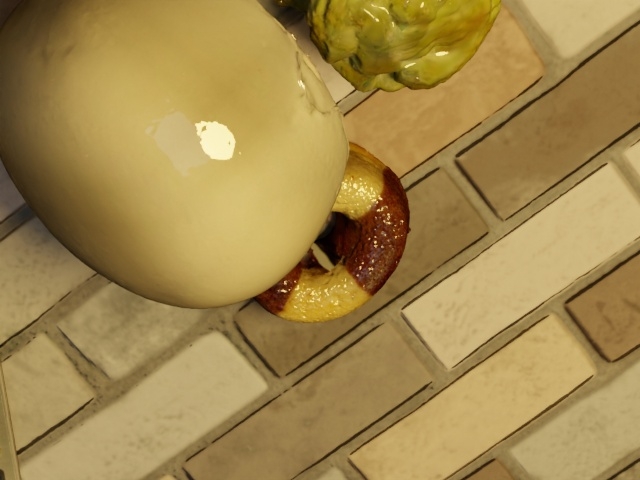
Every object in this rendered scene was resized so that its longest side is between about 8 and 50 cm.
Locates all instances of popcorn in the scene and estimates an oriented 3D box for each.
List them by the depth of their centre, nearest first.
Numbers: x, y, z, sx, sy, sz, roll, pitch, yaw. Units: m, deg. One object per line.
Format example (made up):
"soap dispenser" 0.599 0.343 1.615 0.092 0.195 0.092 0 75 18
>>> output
"popcorn" 0.049 -0.225 1.603 0.212 0.198 0.198 15 112 13

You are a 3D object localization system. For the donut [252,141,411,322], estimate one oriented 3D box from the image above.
"donut" 0.000 0.000 1.749 0.184 0.073 0.166 -41 110 8

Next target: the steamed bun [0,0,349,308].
"steamed bun" -0.141 -0.080 1.552 0.206 0.324 0.324 -48 115 -23

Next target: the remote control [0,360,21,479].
"remote control" -0.347 0.177 1.793 0.103 0.034 0.250 -7 114 -5
